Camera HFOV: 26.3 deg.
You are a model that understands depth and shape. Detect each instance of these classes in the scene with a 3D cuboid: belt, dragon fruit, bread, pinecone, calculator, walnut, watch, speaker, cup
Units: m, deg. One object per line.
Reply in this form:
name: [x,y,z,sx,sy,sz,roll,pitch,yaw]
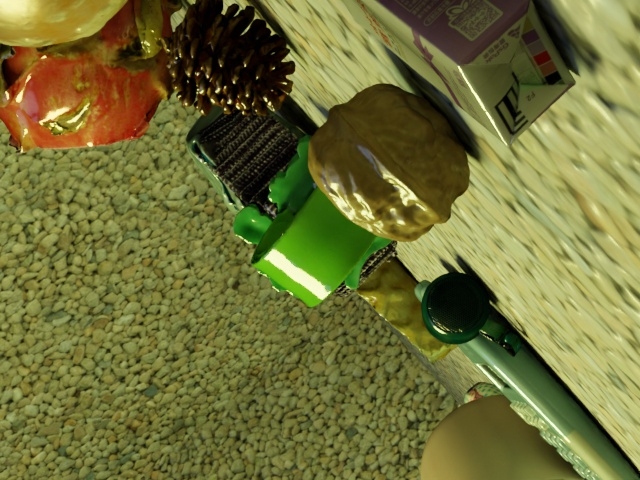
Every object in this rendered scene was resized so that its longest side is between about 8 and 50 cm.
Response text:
belt: [-0.035,-0.056,1.540,0.260,0.122,0.325,43,-179,-11]
dragon fruit: [-0.286,-0.258,1.587,0.250,0.269,0.291,-108,13,-76]
bread: [0.087,0.069,1.795,0.232,0.088,0.128,42,-174,8]
pinecone: [-0.076,-0.141,1.104,0.109,0.102,0.102,39,174,24]
calculator: [0.203,0.147,1.314,0.303,0.042,0.188,48,179,4]
walnut: [0.039,-0.044,0.772,0.096,0.079,0.082,42,-175,-35]
watch: [0.000,0.000,1.215,0.131,0.165,0.152,38,-162,-11]
speaker: [0.136,0.064,1.211,0.094,0.060,0.075,13,173,6]
cup: [0.240,0.290,1.491,0.253,0.191,0.200,13,-159,-15]

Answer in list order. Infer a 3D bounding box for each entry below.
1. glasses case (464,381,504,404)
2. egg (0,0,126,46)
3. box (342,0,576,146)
glasses case: [0.300,0.310,1.734,0.327,0.076,0.125,49,176,5]
egg: [-0.216,-0.241,1.011,0.195,0.195,0.233,49,-179,4]
box: [0.042,-0.087,0.515,0.117,0.036,0.050,48,178,44]
